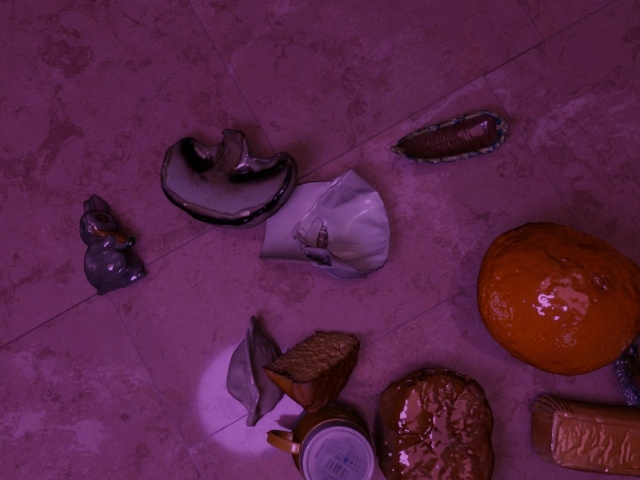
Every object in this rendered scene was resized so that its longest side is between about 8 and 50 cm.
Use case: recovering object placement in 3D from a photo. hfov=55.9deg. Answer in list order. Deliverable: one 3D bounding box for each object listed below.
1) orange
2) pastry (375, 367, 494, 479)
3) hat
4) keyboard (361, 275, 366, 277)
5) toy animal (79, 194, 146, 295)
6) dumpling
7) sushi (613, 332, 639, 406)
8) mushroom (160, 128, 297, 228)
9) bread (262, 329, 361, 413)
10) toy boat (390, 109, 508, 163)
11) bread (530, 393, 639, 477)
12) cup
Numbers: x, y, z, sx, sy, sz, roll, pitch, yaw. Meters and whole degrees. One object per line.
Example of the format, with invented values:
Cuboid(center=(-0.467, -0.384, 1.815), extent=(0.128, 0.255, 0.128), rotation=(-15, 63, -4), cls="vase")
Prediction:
Cuboid(center=(0.490, 0.125, 1.263), extent=(0.340, 0.340, 0.293), rotation=(20, 111, 5), cls="orange")
Cuboid(center=(0.246, 0.433, 1.316), extent=(0.255, 0.162, 0.311), rotation=(7, 81, 2), cls="pastry")
Cuboid(center=(0.001, -0.004, 1.396), extent=(0.301, 0.168, 0.258), rotation=(-7, 53, 29), cls="hat")
Cuboid(center=(0.071, -0.005, 1.456), extent=(0.074, 0.015, 0.196), rotation=(-4, 82, 6), cls="keyboard")
Cuboid(center=(-0.523, -0.004, 1.433), extent=(0.127, 0.125, 0.251), rotation=(-23, 74, -29), cls="toy animal")
Cuboid(center=(-0.147, 0.293, 1.341), extent=(0.131, 0.179, 0.252), rotation=(2, 84, 4), cls="dumpling")
Cuboid(center=(0.733, 0.271, 1.293), extent=(0.139, 0.184, 0.274), rotation=(-10, 75, -8), cls="sushi")
Cuboid(center=(-0.207, -0.140, 1.408), extent=(0.344, 0.130, 0.247), rotation=(2, 69, 18), cls="mushroom")
Cuboid(center=(-0.013, 0.299, 1.329), extent=(0.129, 0.260, 0.134), rotation=(13, 108, 33), cls="bread")
Cuboid(center=(0.297, -0.236, 1.437), extent=(0.293, 0.099, 0.108), rotation=(-14, 82, -7), cls="toy boat")
Cuboid(center=(0.615, 0.432, 1.321), extent=(0.288, 0.119, 0.152), rotation=(7, 82, 0), cls="bread")
Cuboid(center=(0.001, 0.446, 1.292), extent=(0.241, 0.226, 0.185), rotation=(11, 83, -4), cls="cup")
